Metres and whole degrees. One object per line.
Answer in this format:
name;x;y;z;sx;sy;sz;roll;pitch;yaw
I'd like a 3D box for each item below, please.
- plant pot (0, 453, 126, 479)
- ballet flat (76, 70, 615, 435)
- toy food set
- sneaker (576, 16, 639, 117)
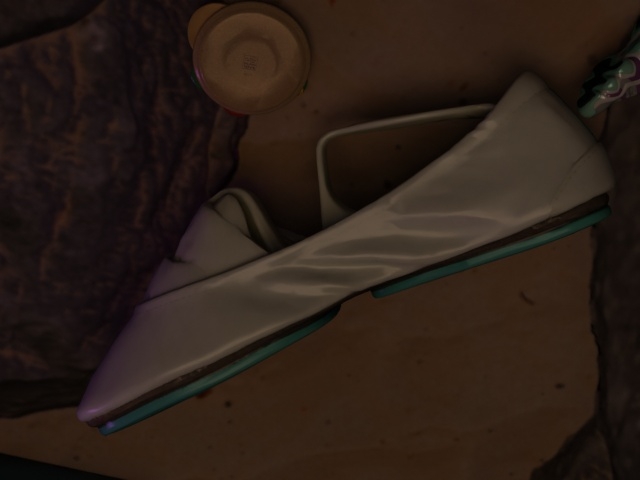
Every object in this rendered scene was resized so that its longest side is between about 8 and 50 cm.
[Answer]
plant pot;-0.222;0.286;1.346;0.165;0.234;0.165;13;112;-4
ballet flat;0.000;0.000;1.288;0.400;0.139;0.139;-24;111;7
toy food set;-0.048;-0.123;1.280;0.083;0.020;0.082;-5;113;3
sneaker;0.223;-0.105;1.263;0.069;0.038;0.098;42;92;-20
